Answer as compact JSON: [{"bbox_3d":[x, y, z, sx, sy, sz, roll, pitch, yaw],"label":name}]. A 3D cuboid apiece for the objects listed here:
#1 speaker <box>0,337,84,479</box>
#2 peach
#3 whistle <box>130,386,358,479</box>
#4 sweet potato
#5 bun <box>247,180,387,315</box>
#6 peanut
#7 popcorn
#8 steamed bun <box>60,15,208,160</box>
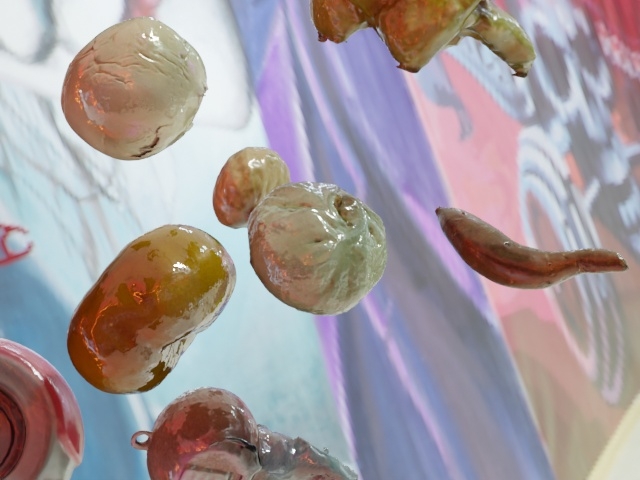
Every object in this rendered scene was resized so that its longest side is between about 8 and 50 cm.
[{"bbox_3d":[-0.467,0.279,1.594,0.294,0.294,0.294,-21,4,1],"label":"speaker"},{"bbox_3d":[-0.216,0.091,1.561,0.251,0.153,0.251,-41,-18,-16],"label":"peach"},{"bbox_3d":[-0.111,0.314,1.744,0.348,0.189,0.189,16,-11,-20],"label":"whistle"},{"bbox_3d":[0.298,0.019,1.844,0.346,0.079,0.108,18,62,34],"label":"sweet potato"},{"bbox_3d":[0.000,0.000,1.531,0.195,0.195,0.118,-25,-19,-47],"label":"bun"},{"bbox_3d":[-0.119,-0.092,2.056,0.159,0.109,0.140,-30,-27,-53],"label":"peanut"},{"bbox_3d":[0.150,-0.362,1.560,0.321,0.290,0.325,16,45,7],"label":"popcorn"},{"bbox_3d":[-0.166,-0.125,1.040,0.130,0.112,0.091,-33,41,26],"label":"steamed bun"}]
